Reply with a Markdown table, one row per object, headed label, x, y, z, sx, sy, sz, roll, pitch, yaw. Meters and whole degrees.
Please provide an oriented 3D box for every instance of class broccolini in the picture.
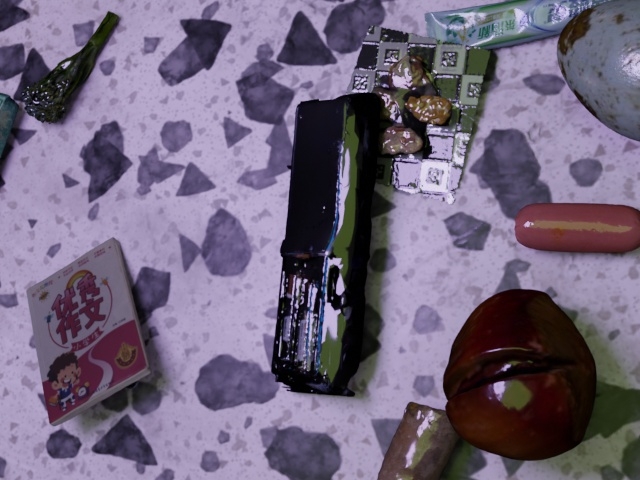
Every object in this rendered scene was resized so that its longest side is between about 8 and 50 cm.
| label | x | y | z | sx | sy | sz | roll | pitch | yaw |
| --- | --- | --- | --- | --- | --- | --- | --- | --- | --- |
| broccolini | -0.366 | -0.258 | 1.351 | 0.202 | 0.091 | 0.068 | -45 | 114 | -7 |

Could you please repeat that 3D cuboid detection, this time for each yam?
| label | x | y | z | sx | sy | sz | roll | pitch | yaw |
| --- | --- | --- | --- | --- | --- | --- | --- | --- | --- |
| yam | 0.076 | 0.366 | 1.083 | 0.081 | 0.081 | 0.356 | 23 | 86 | 19 |

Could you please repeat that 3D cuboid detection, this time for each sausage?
| label | x | y | z | sx | sy | sz | roll | pitch | yaw |
| --- | --- | --- | --- | --- | --- | --- | --- | --- | --- |
| sausage | 0.314 | -0.016 | 1.087 | 0.154 | 0.062 | 0.062 | 2 | 81 | 17 |

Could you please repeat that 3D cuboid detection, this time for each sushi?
| label | x | y | z | sx | sy | sz | roll | pitch | yaw |
| --- | --- | --- | --- | --- | --- | --- | --- | --- | --- |
| sushi | 0.110 | -0.174 | 1.178 | 0.193 | 0.040 | 0.210 | 17 | 92 | 20 |

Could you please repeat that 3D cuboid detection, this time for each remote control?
| label | x | y | z | sx | sy | sz | roll | pitch | yaw |
| --- | --- | --- | --- | --- | --- | --- | --- | --- | --- |
| remote control | 0.000 | 0.000 | 1.165 | 0.145 | 0.062 | 0.398 | -3 | 79 | 40 |

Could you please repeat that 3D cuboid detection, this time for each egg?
| label | x | y | z | sx | sy | sz | roll | pitch | yaw |
| --- | --- | --- | --- | --- | --- | --- | --- | --- | --- |
| egg | 0.384 | -0.205 | 1.047 | 0.231 | 0.169 | 0.169 | 31 | 90 | 33 |

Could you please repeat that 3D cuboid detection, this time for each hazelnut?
| label | x | y | z | sx | sy | sz | roll | pitch | yaw |
| --- | --- | --- | --- | --- | --- | --- | --- | --- | --- |
| hazelnut | 0.226 | 0.156 | 1.030 | 0.178 | 0.178 | 0.203 | -13 | 59 | 14 |

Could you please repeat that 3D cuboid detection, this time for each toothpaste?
| label | x | y | z | sx | sy | sz | roll | pitch | yaw |
| --- | --- | --- | --- | --- | --- | --- | --- | --- | --- |
| toothpaste | 0.285 | -0.291 | 1.160 | 0.297 | 0.048 | 0.074 | -8 | 85 | 19 |

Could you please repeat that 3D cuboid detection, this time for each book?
| label | x | y | z | sx | sy | sz | roll | pitch | yaw |
| --- | --- | --- | --- | --- | --- | --- | --- | --- | --- |
| book | -0.328 | 0.123 | 1.243 | 0.162 | 0.022 | 0.231 | -29 | 55 | 9 |

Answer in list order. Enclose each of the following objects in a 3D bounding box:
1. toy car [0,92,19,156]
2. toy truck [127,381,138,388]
| label | x | y | z | sx | sy | sz | roll | pitch | yaw |
| --- | --- | --- | --- | --- | --- | --- | --- | --- | --- |
| toy car | -0.565 | -0.080 | 1.349 | 0.142 | 0.097 | 0.320 | 17 | 84 | 19 |
| toy truck | -0.316 | 0.187 | 1.249 | 0.123 | 0.052 | 0.062 | -19 | 69 | 14 |
